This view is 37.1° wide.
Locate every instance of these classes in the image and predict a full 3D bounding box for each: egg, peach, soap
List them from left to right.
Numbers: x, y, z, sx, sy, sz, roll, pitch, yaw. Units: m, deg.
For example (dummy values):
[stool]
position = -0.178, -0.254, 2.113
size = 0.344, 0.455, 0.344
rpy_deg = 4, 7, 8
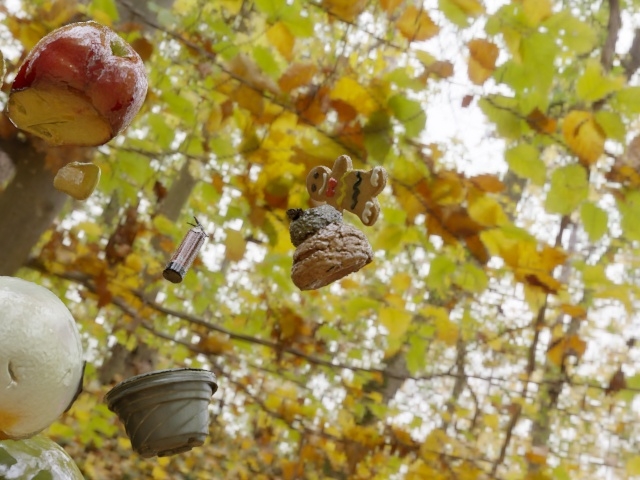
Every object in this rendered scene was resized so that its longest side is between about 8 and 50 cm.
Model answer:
[egg]
position = -0.608, 0.210, 1.720
size = 0.337, 0.337, 0.201
rpy_deg = 13, -7, 7
[peach]
position = -0.553, -0.324, 2.119
size = 0.338, 0.281, 0.281
rpy_deg = -37, -51, 18
[soap]
position = -0.544, -0.139, 2.147
size = 0.033, 0.089, 0.168
rpy_deg = 35, -9, -40

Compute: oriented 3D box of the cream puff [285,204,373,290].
[cream puff]
position = 0.000, 0.000, 1.982
size = 0.183, 0.169, 0.183
rpy_deg = -23, -10, -4

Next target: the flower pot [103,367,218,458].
[flower pot]
position = -0.309, 0.352, 1.906
size = 0.235, 0.141, 0.235
rpy_deg = -11, -20, -4

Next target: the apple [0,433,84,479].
[apple]
position = -0.674, 0.598, 1.924
size = 0.473, 0.474, 0.474
rpy_deg = 13, -28, 7

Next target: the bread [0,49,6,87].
[bread]
position = -0.819, -0.376, 2.136
size = 0.197, 0.170, 0.197
rpy_deg = 8, -53, 10

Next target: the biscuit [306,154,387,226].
[biscuit]
position = 0.051, -0.118, 2.207
size = 0.240, 0.158, 0.035
rpy_deg = 14, 8, 43

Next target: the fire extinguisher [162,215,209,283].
[fire extinguisher]
position = -0.302, 0.018, 2.161
size = 0.062, 0.177, 0.050
rpy_deg = 35, -44, -12
